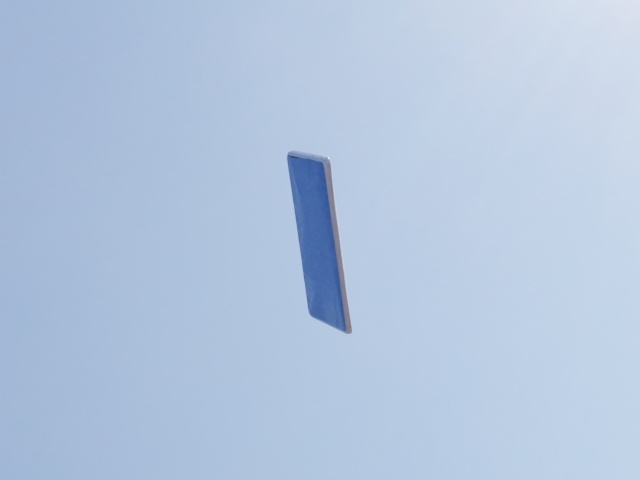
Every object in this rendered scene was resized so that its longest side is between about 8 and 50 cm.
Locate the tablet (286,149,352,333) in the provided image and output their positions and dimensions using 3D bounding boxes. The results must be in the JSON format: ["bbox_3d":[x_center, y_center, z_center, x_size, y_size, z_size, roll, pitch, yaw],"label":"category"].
[{"bbox_3d":[0.000,0.000,0.752,0.006,0.054,0.083,-12,-79,-19],"label":"tablet"}]
